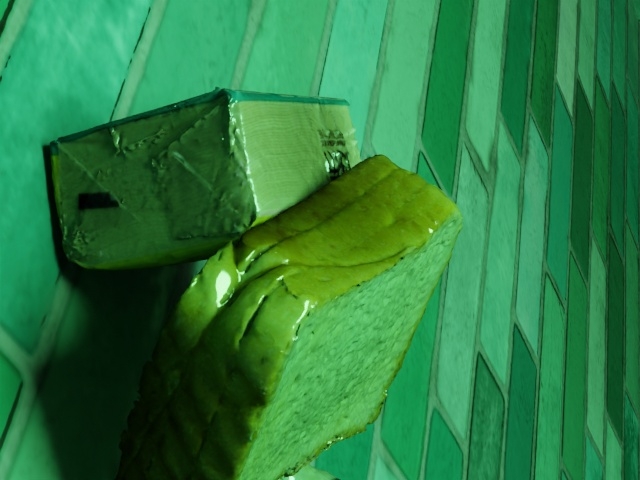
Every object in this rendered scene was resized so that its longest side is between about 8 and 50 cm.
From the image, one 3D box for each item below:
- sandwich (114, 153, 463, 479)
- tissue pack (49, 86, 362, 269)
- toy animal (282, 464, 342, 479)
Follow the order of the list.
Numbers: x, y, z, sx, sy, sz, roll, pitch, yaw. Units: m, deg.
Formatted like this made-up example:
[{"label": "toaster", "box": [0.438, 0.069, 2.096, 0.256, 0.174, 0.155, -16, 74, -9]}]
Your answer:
[{"label": "sandwich", "box": [-0.013, 0.061, 0.729, 0.214, 0.065, 0.186, -31, 148, -56]}, {"label": "tissue pack", "box": [-0.056, -0.032, 0.770, 0.169, 0.120, 0.082, -10, 88, -68]}, {"label": "toy animal", "box": [0.013, 0.197, 0.827, 0.225, 0.094, 0.121, 42, 29, 3]}]
